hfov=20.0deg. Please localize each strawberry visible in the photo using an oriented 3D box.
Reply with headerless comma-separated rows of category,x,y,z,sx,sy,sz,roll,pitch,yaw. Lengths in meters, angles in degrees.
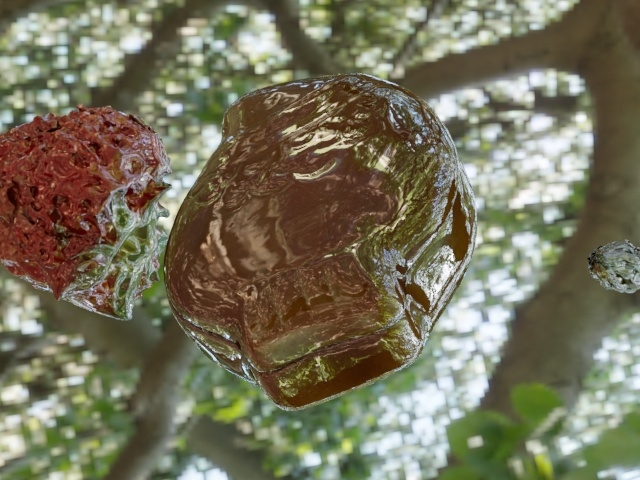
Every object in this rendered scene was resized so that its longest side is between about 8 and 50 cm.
strawberry,-0.229,-0.036,1.637,0.201,0.187,0.184,20,-104,16

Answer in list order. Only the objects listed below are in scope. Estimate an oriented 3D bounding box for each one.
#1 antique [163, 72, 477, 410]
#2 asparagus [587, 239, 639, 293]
antique,0.000,0.000,1.252,0.278,0.223,0.129,-107,171,-51
asparagus,0.214,0.017,1.156,0.030,0.165,0.036,-37,-112,32
